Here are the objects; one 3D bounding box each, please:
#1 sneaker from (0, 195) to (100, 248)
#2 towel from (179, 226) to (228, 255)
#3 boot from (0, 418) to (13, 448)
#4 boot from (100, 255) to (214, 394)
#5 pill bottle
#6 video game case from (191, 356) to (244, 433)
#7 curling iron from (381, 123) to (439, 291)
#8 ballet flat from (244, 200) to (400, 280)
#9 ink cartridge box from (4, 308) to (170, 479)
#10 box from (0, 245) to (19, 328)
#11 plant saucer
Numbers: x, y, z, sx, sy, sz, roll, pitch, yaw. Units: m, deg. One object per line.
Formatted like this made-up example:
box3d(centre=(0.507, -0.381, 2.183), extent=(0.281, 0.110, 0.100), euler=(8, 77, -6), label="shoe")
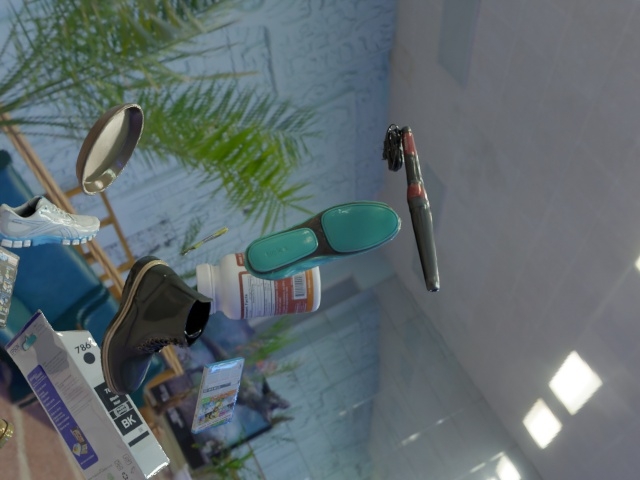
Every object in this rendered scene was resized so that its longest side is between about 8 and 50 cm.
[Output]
box3d(centre=(-0.471, -0.038, 1.217), extent=(0.071, 0.190, 0.083), euler=(31, -65, 35), label="sneaker")
box3d(centre=(-0.205, 0.002, 1.237), extent=(0.060, 0.083, 0.009), euler=(-24, -83, 48), label="towel")
box3d(centre=(-0.828, 0.358, 1.506), extent=(0.236, 0.089, 0.269), euler=(-3, -43, 40), label="boot")
box3d(centre=(-0.216, 0.136, 0.915), extent=(0.137, 0.076, 0.198), euler=(26, -72, 38), label="boot")
box3d(centre=(-0.115, 0.080, 1.269), extent=(0.121, 0.216, 0.121), euler=(176, -90, -79), label="pill bottle")
box3d(centre=(-0.236, 0.357, 1.611), extent=(0.015, 0.119, 0.166), euler=(21, -76, 35), label="video game case")
box3d(centre=(0.138, -0.052, 1.009), extent=(0.068, 0.035, 0.274), euler=(117, -34, -56), label="curling iron")
box3d(centre=(0.000, 0.000, 1.073), extent=(0.087, 0.247, 0.083), euler=(122, -50, -78), label="ballet flat")
box3d(centre=(-0.404, 0.278, 1.194), extent=(0.165, 0.065, 0.333), euler=(-36, -94, 37), label="ink cartridge box")
box3d(centre=(-0.743, 0.088, 1.514), extent=(0.220, 0.051, 0.175), euler=(77, 16, -73), label="box")
box3d(centre=(-0.565, -0.249, 1.858), extent=(0.041, 0.278, 0.278), euler=(29, -15, 3), label="plant saucer")
